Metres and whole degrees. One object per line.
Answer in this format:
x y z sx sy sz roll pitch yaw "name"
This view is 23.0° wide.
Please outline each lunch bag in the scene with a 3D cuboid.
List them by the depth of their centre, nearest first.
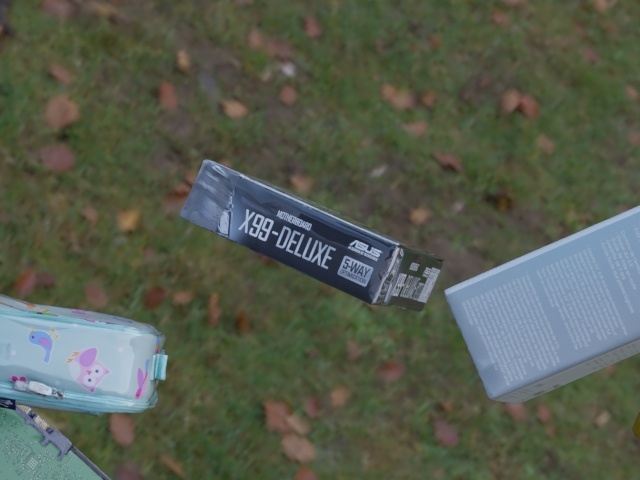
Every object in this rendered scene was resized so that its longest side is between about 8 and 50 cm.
-0.274 0.128 1.695 0.224 0.279 0.108 11 89 -1 "lunch bag"

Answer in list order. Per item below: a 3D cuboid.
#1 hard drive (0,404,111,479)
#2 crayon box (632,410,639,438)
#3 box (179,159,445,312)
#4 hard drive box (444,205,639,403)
-0.427 0.357 1.879 0.237 0.064 0.339 45 62 -19 "hard drive"
0.266 0.004 0.806 0.081 0.202 0.318 34 65 17 "crayon box"
0.000 0.000 1.839 0.242 0.076 0.307 25 2 15 "box"
0.225 0.038 1.172 0.181 0.232 0.089 28 40 -76 "hard drive box"
